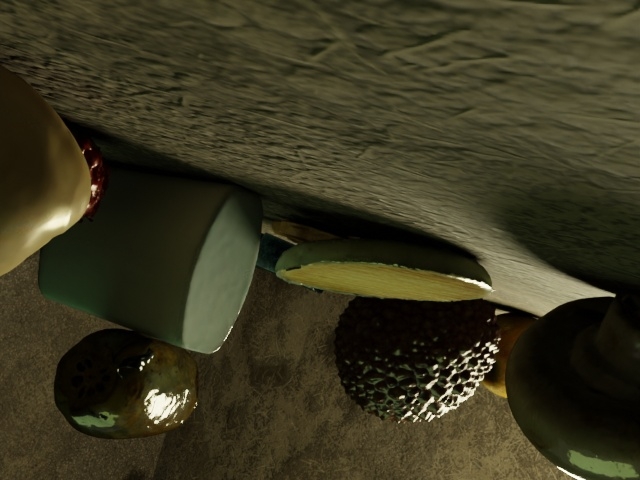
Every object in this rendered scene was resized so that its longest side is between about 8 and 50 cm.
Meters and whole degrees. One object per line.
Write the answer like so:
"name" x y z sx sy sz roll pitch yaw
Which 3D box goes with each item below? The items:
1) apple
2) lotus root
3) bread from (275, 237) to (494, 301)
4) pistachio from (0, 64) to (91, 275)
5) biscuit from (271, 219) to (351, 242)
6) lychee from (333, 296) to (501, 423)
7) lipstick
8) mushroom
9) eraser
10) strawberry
"apple" 0.384 0.223 1.520 0.155 0.182 0.182 -14 -170 -27
"lotus root" -0.216 0.166 0.889 0.124 0.123 0.241 24 173 16
"bread" 0.075 0.037 0.931 0.267 0.040 0.267 6 169 1
"pistachio" -0.312 -0.073 0.545 0.299 0.187 0.187 24 173 -13
"biscuit" 0.005 0.000 1.039 0.133 0.027 0.184 15 176 18
"lychee" 0.162 0.162 1.217 0.271 0.271 0.271 16 175 1
"lipstick" -0.130 -0.006 1.124 0.312 0.051 0.051 22 178 19
"mushroom" 0.301 0.141 0.769 0.226 0.226 0.178 15 134 14
"eraser" -0.213 0.010 0.926 0.290 0.189 0.104 12 168 39
"strawberry" -0.269 -0.075 0.751 0.145 0.086 0.145 16 173 2
